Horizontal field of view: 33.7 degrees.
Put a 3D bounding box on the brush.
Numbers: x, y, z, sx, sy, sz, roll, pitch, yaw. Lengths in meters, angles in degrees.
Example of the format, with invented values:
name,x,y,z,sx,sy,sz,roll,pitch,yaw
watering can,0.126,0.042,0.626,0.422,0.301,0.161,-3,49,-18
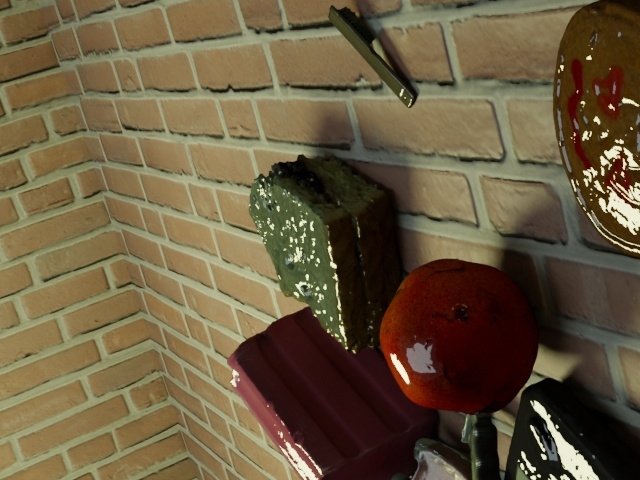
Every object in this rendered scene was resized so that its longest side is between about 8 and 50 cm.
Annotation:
name,x,y,z,sx,sy,sz,roll,pitch,yaw
brush,0.077,-0.263,1.492,0.190,0.028,0.034,51,157,18

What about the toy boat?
name,x,y,z,sx,sy,sz,roll,pitch,yaw
toy boat,0.218,0.425,1.687,0.227,0.085,0.155,43,112,31

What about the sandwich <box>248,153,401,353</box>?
name,x,y,z,sx,sy,sz,roll,pitch,yaw
sandwich,0.000,0.000,1.755,0.325,0.131,0.262,38,144,52

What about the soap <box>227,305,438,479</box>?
name,x,y,z,sx,sy,sz,roll,pitch,yaw
soap,0.011,0.278,1.849,0.359,0.233,0.128,45,150,44

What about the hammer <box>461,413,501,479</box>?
name,x,y,z,sx,sy,sz,roll,pitch,yaw
hammer,0.234,0.314,1.501,0.158,0.041,0.226,90,179,-53

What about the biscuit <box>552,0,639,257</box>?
name,x,y,z,sx,sy,sz,roll,pitch,yaw
biscuit,0.324,-0.104,1.055,0.257,0.049,0.272,21,130,60

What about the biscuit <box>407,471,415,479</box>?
name,x,y,z,sx,sy,sz,roll,pitch,yaw
biscuit,0.184,0.516,1.805,0.106,0.070,0.252,-178,85,-65

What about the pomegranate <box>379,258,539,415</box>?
name,x,y,z,sx,sy,sz,roll,pitch,yaw
pomegranate,0.175,0.124,1.381,0.235,0.210,0.210,-170,61,-72

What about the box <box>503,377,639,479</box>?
name,x,y,z,sx,sy,sz,roll,pitch,yaw
box,0.360,0.394,1.358,0.350,0.091,0.359,46,147,43
